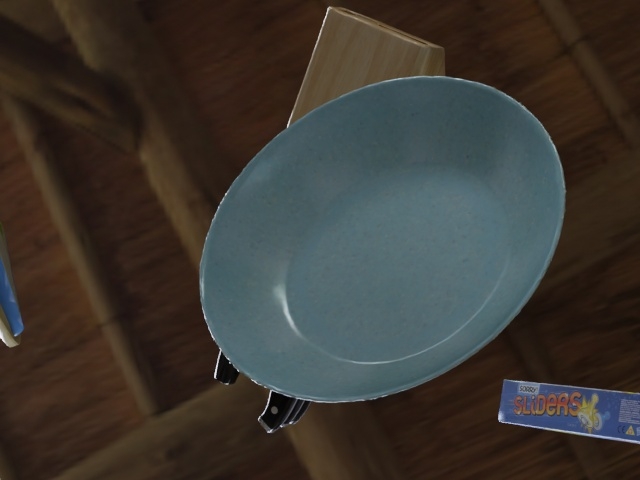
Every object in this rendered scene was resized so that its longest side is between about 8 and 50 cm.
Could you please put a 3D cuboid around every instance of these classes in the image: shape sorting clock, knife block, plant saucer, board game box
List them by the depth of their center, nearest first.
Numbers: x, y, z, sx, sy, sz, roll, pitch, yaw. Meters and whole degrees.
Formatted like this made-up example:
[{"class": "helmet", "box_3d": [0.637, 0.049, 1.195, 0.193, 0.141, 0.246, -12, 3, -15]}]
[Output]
[{"class": "plant saucer", "box_3d": [0.033, 0.003, 0.724, 0.195, 0.195, 0.037, 28, -17, 39]}, {"class": "shape sorting clock", "box_3d": [-0.255, -0.021, 1.025, 0.206, 0.040, 0.206, 164, -90, -81]}, {"class": "board game box", "box_3d": [0.244, 0.132, 1.043, 0.201, 0.136, 0.035, -2, -102, 60]}, {"class": "knife block", "box_3d": [0.000, 0.000, 1.074, 0.088, 0.242, 0.275, 25, -30, 22]}]
